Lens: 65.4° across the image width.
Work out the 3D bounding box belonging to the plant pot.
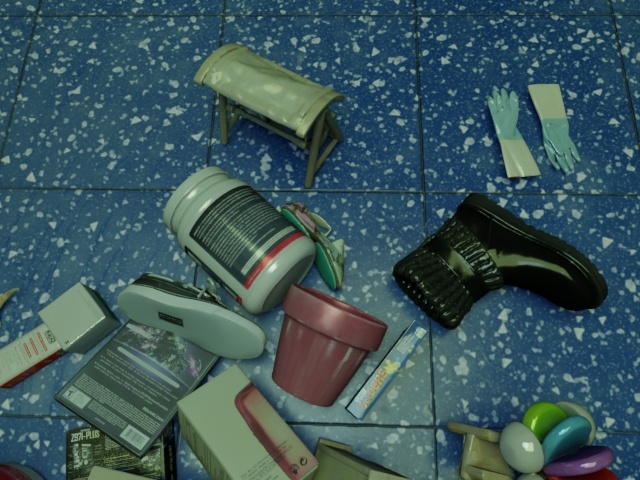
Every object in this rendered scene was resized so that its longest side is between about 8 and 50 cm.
[{"bbox_3d":[0.001,0.201,0.944,0.201,0.201,0.180,23,89,9],"label":"plant pot"}]

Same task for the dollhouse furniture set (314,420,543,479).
[{"bbox_3d":[0.192,0.492,0.854,0.394,0.256,0.362,20,73,-14],"label":"dollhouse furniture set"}]

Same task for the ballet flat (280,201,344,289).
[{"bbox_3d":[0.000,0.000,1.069,0.079,0.077,0.221,-27,71,-29],"label":"ballet flat"}]

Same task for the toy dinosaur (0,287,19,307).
[{"bbox_3d":[-0.713,0.157,1.052,0.092,0.053,0.183,34,83,-4],"label":"toy dinosaur"}]

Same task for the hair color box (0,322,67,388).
[{"bbox_3d":[-0.594,0.232,1.018,0.141,0.043,0.072,-32,73,-8],"label":"hair color box"}]

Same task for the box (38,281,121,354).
[{"bbox_3d":[-0.487,0.160,1.015,0.102,0.087,0.101,-40,75,-11],"label":"box"}]

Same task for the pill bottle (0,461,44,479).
[{"bbox_3d":[-0.606,0.472,0.745,0.229,0.408,0.229,-1,72,2],"label":"pill bottle"}]

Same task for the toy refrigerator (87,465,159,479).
[{"bbox_3d":[-0.271,0.479,0.834,0.269,0.094,0.102,22,104,-14],"label":"toy refrigerator"}]

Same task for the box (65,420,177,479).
[{"bbox_3d":[-0.369,0.413,0.931,0.180,0.077,0.147,-10,71,-3],"label":"box"}]

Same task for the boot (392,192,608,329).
[{"bbox_3d":[0.345,0.088,0.989,0.348,0.131,0.260,37,69,24],"label":"boot"}]

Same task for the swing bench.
[{"bbox_3d":[-0.094,-0.277,1.063,0.253,0.255,0.165,30,75,11],"label":"swing bench"}]

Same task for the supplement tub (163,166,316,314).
[{"bbox_3d":[-0.161,-0.002,1.005,0.272,0.191,0.191,41,77,13],"label":"supplement tub"}]

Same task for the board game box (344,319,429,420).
[{"bbox_3d":[0.122,0.247,0.942,0.035,0.136,0.201,38,76,12],"label":"board game box"}]

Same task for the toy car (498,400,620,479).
[{"bbox_3d":[0.370,0.333,0.739,0.159,0.136,0.182,-11,81,-21],"label":"toy car"}]

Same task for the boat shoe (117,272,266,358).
[{"bbox_3d":[-0.239,0.138,0.984,0.306,0.113,0.105,12,35,15],"label":"boat shoe"}]

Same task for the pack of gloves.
[{"bbox_3d":[0.487,-0.250,1.159,0.195,0.046,0.232,-5,74,-12],"label":"pack of gloves"}]

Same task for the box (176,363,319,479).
[{"bbox_3d":[-0.130,0.361,0.866,0.127,0.148,0.232,-29,58,-32],"label":"box"}]

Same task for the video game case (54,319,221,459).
[{"bbox_3d":[-0.328,0.244,0.960,0.196,0.026,0.274,29,50,11],"label":"video game case"}]
